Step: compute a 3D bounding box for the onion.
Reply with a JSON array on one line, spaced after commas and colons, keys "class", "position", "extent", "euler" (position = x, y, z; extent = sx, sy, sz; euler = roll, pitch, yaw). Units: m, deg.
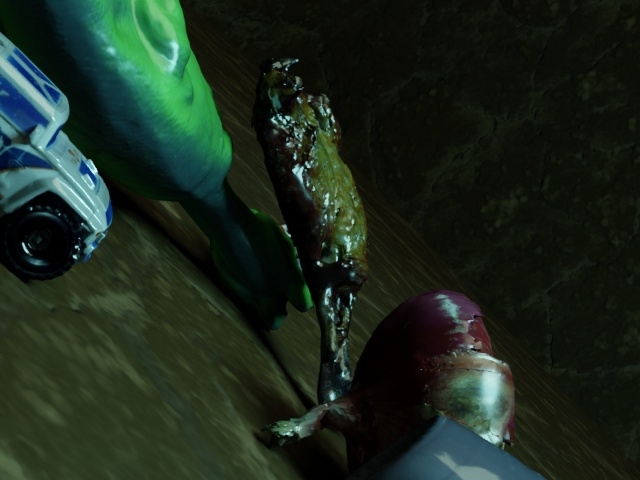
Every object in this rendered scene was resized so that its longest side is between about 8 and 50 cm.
[{"class": "onion", "position": [0.034, 0.102, 0.807], "extent": [0.140, 0.150, 0.150], "euler": [3, 17, -11]}]

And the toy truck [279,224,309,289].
[{"class": "toy truck", "position": [-0.028, 0.013, 1.324], "extent": [0.032, 0.024, 0.083], "euler": [-11, 53, -47]}]

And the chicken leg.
[{"class": "chicken leg", "position": [0.000, 0.000, 0.973], "extent": [0.106, 0.051, 0.253], "euler": [6, 70, -74]}]

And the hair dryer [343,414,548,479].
[{"class": "hair dryer", "position": [0.114, 0.211, 0.668], "extent": [0.301, 0.121, 0.361], "euler": [54, 1, 3]}]

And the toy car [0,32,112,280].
[{"class": "toy car", "position": [-0.165, -0.059, 0.688], "extent": [0.171, 0.070, 0.080], "euler": [44, 7, -14]}]

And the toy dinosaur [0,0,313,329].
[{"class": "toy dinosaur", "position": [-0.109, -0.058, 0.832], "extent": [0.374, 0.144, 0.500], "euler": [57, 2, -13]}]
